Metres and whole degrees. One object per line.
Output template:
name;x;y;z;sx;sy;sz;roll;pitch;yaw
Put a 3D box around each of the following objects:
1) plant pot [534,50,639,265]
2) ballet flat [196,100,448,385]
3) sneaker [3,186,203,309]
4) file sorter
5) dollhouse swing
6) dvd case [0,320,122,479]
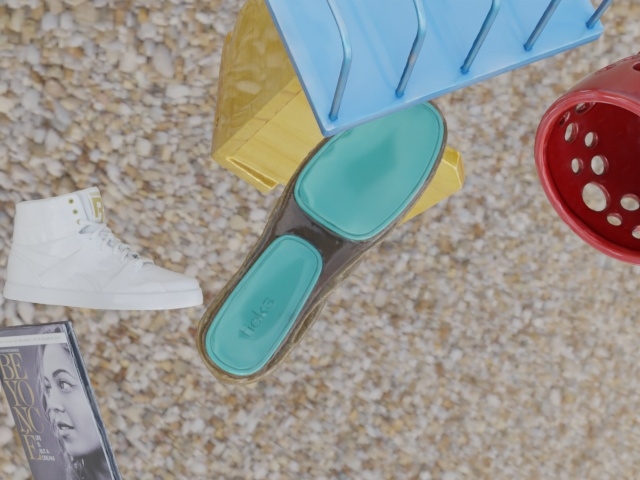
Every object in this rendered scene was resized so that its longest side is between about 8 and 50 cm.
plant pot;0.331;-0.098;1.093;0.174;0.191;0.191;-39;120;-30
ballet flat;0.000;0.000;1.129;0.116;0.124;0.342;34;83;2
sneaker;-0.304;0.009;1.585;0.293;0.108;0.169;5;91;10
file sorter;0.061;-0.151;0.589;0.170;0.104;0.118;-21;77;-10
dollhouse swing;0.040;-0.223;1.720;0.305;0.347;0.315;13;67;-22
dvd case;-0.316;0.204;1.336;0.018;0.165;0.221;-25;103;-47
